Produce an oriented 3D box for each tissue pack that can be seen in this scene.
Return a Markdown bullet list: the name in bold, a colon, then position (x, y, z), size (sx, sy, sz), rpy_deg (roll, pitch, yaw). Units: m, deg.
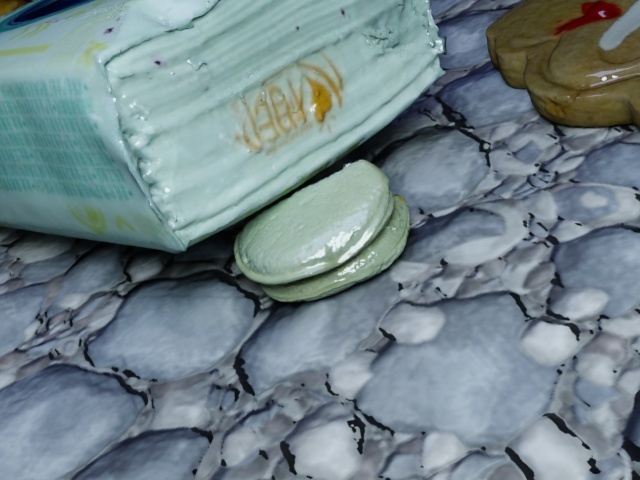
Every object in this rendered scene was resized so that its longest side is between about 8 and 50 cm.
- **tissue pack**: position (-0.137, -0.126, 0.837), size (0.287, 0.162, 0.388), rpy_deg (-36, 26, -32)

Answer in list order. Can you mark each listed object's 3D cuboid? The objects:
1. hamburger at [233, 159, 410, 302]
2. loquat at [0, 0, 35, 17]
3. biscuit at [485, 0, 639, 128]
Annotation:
- **hamburger**: position (0.001, 0.003, 0.696), size (0.121, 0.054, 0.084), rpy_deg (-21, 35, 7)
- **loquat**: position (-0.289, -0.275, 1.167), size (0.213, 0.213, 0.213), rpy_deg (-16, 31, 10)
- **biscuit**: position (0.240, -0.134, 0.766), size (0.183, 0.047, 0.320), rpy_deg (-25, 32, 1)
